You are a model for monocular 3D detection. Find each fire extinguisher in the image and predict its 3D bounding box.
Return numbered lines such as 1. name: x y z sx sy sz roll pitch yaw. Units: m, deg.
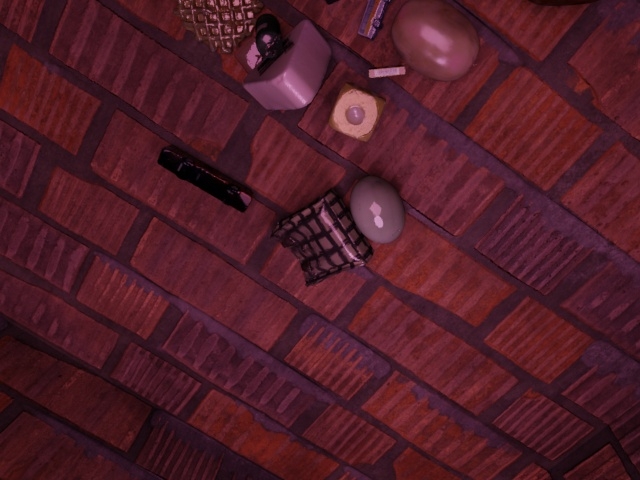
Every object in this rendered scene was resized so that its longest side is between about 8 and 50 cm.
1. fire extinguisher: -0.175 -0.685 1.500 0.093 0.294 0.118 25 123 -27

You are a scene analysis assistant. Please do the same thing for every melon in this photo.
1. melon: 0.387 -0.671 1.476 0.317 0.223 0.223 31 111 -5

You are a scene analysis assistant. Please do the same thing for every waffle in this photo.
1. waffle: -0.377 -0.852 1.591 0.309 0.056 0.292 44 109 -12

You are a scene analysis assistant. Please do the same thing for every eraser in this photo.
1. eraser: -0.096 -0.616 1.547 0.331 0.331 0.150 -35 125 18

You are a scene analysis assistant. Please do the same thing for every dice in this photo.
1. dice: 0.133 -0.472 1.613 0.169 0.169 0.166 24 113 -3

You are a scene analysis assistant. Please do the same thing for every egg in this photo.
1. egg: 0.224 -0.118 1.720 0.203 0.203 0.282 -20 105 14

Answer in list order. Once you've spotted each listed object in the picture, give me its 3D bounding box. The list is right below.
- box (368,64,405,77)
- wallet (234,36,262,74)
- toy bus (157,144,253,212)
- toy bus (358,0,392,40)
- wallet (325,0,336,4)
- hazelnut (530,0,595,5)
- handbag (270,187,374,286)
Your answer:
1. box: 0.230 -0.594 1.541 0.122 0.193 0.030 -2 113 8
2. wallet: -0.239 -0.672 1.653 0.118 0.038 0.152 -35 102 20
3. toy bus: -0.468 -0.255 1.813 0.409 0.092 0.093 31 114 -5
4. toy bus: 0.195 -0.805 1.537 0.075 0.064 0.190 23 112 11
5. wallet: 0.137 -0.900 1.416 0.323 0.247 0.041 -22 81 14
6. hazelnut: 0.745 -0.890 1.303 0.410 0.359 0.359 25 112 -7
7. handbag: 0.000 0.000 1.807 0.327 0.162 0.325 -28 102 32
